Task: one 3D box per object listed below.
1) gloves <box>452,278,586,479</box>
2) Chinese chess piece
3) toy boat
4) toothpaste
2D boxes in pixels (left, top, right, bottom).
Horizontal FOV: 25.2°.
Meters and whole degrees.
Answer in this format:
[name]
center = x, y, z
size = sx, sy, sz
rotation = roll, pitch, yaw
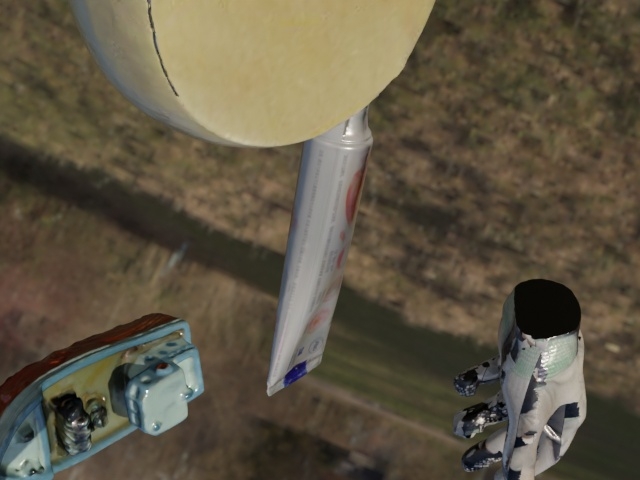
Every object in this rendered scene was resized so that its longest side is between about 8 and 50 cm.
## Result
[gloves]
center = 0.191, 0.145, 1.308
size = 0.127, 0.111, 0.212
rotation = 51, 153, 44
[Chinese chess piece]
center = -0.034, -0.177, 0.834
size = 0.097, 0.251, 0.251
rotation = 30, 170, 39
[toy boat]
center = -0.287, 0.214, 1.816
size = 0.133, 0.332, 0.145
rotation = 26, 130, 42
[toothpaste]
center = 0.000, 0.000, 1.382
size = 0.066, 0.100, 0.323
rotation = 23, 119, 25
